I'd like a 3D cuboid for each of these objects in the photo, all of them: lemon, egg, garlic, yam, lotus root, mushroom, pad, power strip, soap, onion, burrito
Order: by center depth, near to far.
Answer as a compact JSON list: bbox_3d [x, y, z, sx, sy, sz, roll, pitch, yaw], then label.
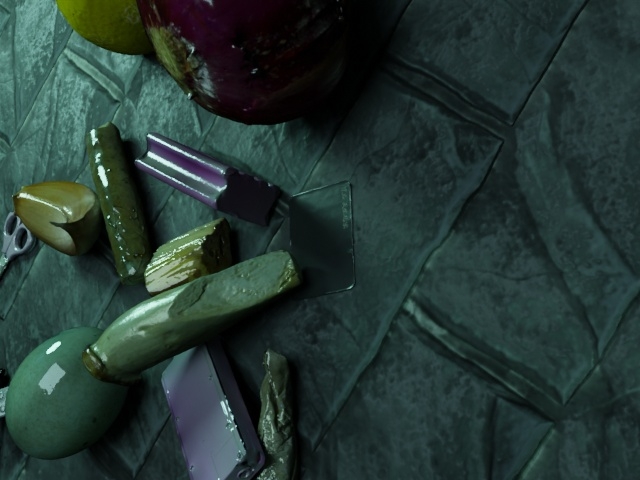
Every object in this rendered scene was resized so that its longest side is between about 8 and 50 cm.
[{"bbox_3d":[-0.064,0.261,1.186,0.063,0.058,0.230,-12,73,31],"label":"burrito"},{"bbox_3d":[-0.066,-0.354,1.220,0.385,0.348,0.347,-39,48,-19],"label":"onion"},{"bbox_3d":[-0.155,0.242,1.233,0.109,0.037,0.279,-51,38,16],"label":"power strip"},{"bbox_3d":[0.000,0.000,1.238,0.112,0.003,0.157,-14,69,35],"label":"pad"},{"bbox_3d":[-0.185,0.105,1.243,0.333,0.107,0.087,-29,67,13],"label":"mushroom"},{"bbox_3d":[-0.168,-0.092,1.321,0.203,0.122,0.066,27,95,41],"label":"soap"},{"bbox_3d":[-0.190,0.041,1.331,0.135,0.095,0.159,-25,23,26],"label":"lotus root"},{"bbox_3d":[-0.393,0.238,1.380,0.236,0.169,0.169,-48,54,16],"label":"egg"},{"bbox_3d":[-0.335,-0.065,1.483,0.071,0.067,0.317,-23,63,4],"label":"yam"},{"bbox_3d":[-0.343,-0.441,1.493,0.240,0.219,0.241,-8,76,33],"label":"lemon"},{"bbox_3d":[-0.426,-0.041,1.519,0.206,0.128,0.115,18,55,46],"label":"garlic"}]

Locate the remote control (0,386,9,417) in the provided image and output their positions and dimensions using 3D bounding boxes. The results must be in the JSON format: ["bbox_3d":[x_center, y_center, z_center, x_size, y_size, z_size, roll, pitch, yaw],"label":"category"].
[{"bbox_3d":[-0.544,0.282,1.558,0.184,0.027,0.050,-19,71,14],"label":"remote control"}]

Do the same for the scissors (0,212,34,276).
[{"bbox_3d":[-0.609,0.040,1.704,0.110,0.021,0.212,41,104,40],"label":"scissors"}]

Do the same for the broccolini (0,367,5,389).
[{"bbox_3d":[-0.605,0.317,1.601,0.074,0.058,0.201,-25,62,39],"label":"broccolini"}]
